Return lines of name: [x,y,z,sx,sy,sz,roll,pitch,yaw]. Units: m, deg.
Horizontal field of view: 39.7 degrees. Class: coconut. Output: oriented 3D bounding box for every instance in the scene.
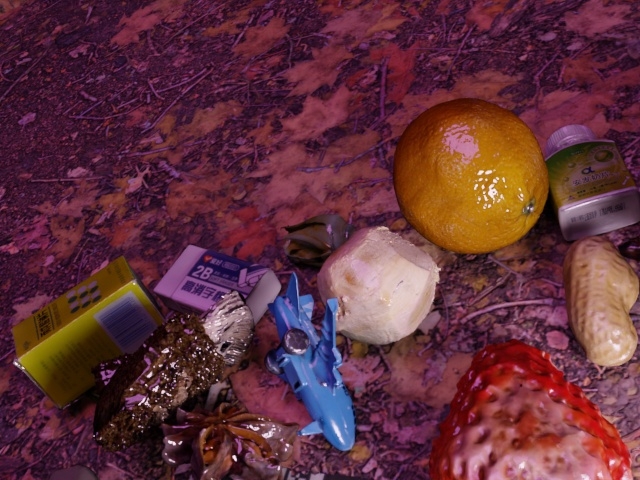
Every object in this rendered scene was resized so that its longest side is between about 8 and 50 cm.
coconut: [0.083,0.078,1.412,0.194,0.194,0.194,-14,44,14]

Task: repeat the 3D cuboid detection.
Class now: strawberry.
strawberry: [0.259,0.256,1.170,0.265,0.149,0.336,-16,42,14]

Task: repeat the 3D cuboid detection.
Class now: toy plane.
toy plane: [-0.017,0.194,1.358,0.105,0.254,0.271,-4,64,-27]

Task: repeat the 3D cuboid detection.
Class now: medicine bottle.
medicine bottle: [0.440,-0.102,1.474,0.132,0.088,0.188,-17,44,11]
medicine bottle: [-0.407,0.162,1.576,0.250,0.141,0.137,-34,32,-8]

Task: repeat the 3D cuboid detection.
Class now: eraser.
eraser: [-0.189,0.087,1.614,0.210,0.068,0.124,15,59,36]

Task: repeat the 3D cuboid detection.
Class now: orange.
orange: [0.246,-0.103,1.451,0.264,0.264,0.264,-14,44,14]

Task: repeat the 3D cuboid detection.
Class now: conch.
conch: [0.004,0.000,1.600,0.201,0.079,0.094,-15,54,38]

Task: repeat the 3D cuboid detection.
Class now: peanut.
peanut: [0.413,0.085,1.298,0.108,0.095,0.226,-11,46,22]

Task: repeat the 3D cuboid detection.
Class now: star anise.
star anise: [-0.130,0.309,1.306,0.214,0.220,0.099,28,109,44]

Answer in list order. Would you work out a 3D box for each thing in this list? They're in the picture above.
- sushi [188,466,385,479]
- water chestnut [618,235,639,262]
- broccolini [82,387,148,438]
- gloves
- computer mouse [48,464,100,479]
sushi: [-0.089,0.420,1.215,0.373,0.100,0.296,1,49,27]
water chestnut: [0.547,-0.005,1.206,0.300,0.300,0.300,-14,44,14]
broccolini: [-0.352,0.286,1.530,0.074,0.058,0.201,-38,27,-30]
gloves: [-0.246,0.206,1.407,0.210,0.135,0.312,-28,7,45]
computer mouse: [-0.359,0.491,1.225,0.228,0.145,0.429,-42,42,5]
